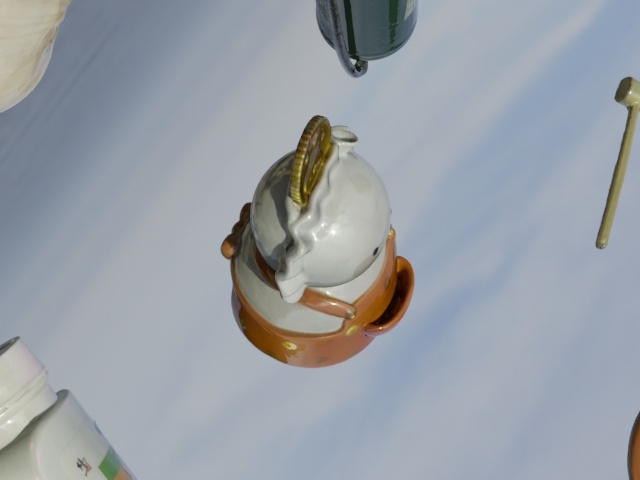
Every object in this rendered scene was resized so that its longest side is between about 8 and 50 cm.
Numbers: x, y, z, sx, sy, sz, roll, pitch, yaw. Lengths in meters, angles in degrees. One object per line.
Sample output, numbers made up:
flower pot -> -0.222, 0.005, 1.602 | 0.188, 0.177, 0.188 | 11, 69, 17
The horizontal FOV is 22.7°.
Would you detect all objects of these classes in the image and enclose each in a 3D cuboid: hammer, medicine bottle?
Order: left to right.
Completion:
medicine bottle -> -0.225, 0.233, 1.444 | 0.111, 0.296, 0.161 | -36, -173, 12
hammer -> 0.292, -0.066, 1.508 | 0.028, 0.060, 0.195 | -36, -151, 56

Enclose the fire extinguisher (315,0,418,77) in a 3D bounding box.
fire extinguisher -> 0.036, -0.214, 1.318 | 0.294, 0.093, 0.118 | 85, 17, -71

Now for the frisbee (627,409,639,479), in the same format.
frisbee -> 0.486, 0.266, 1.886 | 0.251, 0.251, 0.021 | -52, 160, 14

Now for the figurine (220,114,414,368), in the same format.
figurine -> -0.009, -0.001, 1.156 | 0.143, 0.143, 0.271 | -56, 149, -22

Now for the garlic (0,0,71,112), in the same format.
garlic -> -0.229, -0.180, 0.847 | 0.199, 0.226, 0.199 | -156, -90, -86
